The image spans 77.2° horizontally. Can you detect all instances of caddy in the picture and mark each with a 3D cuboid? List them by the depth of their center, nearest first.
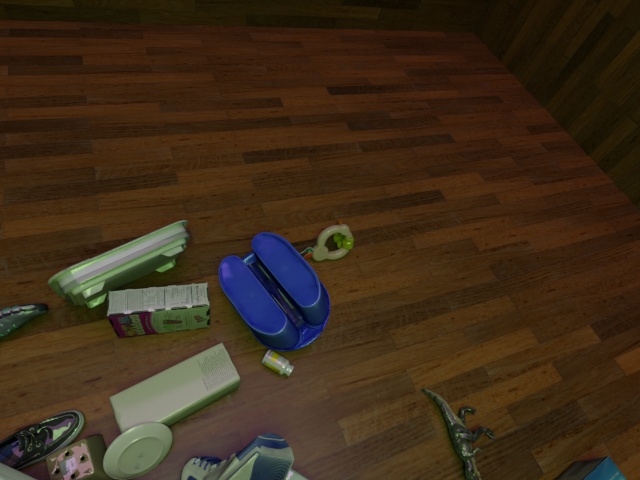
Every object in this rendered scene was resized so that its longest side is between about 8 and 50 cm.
[{"bbox_3d":[-0.127,0.144,1.130,0.241,0.179,0.341,-37,64,-13],"label":"caddy"}]

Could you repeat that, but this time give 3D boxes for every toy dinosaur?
[{"bbox_3d":[0.390,0.511,1.088,0.118,0.064,0.268,-14,57,-16],"label":"toy dinosaur"}]

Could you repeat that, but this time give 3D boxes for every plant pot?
[{"bbox_3d":[-0.510,0.475,0.839,0.109,0.096,0.109,-20,63,-28],"label":"plant pot"}]

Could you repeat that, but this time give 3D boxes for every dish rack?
[{"bbox_3d":[-0.494,0.072,1.033,0.333,0.285,0.072,-31,89,-31],"label":"dish rack"}]

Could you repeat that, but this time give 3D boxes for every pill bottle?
[{"bbox_3d":[-0.114,0.332,1.081,0.083,0.043,0.043,29,53,6],"label":"pill bottle"}]

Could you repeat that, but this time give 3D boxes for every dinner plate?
[{"bbox_3d":[-0.389,0.459,0.865,0.141,0.141,0.017,-23,32,-28],"label":"dinner plate"}]

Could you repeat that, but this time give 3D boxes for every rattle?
[{"bbox_3d":[0.000,0.000,1.334,0.200,0.130,0.143,-29,53,-1],"label":"rattle"}]

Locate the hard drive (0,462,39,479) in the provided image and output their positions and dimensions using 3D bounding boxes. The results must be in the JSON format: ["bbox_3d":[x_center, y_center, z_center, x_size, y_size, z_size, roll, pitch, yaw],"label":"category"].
[{"bbox_3d":[-0.446,0.512,0.613,0.353,0.047,0.233,13,81,14],"label":"hard drive"}]

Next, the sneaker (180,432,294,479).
[{"bbox_3d":[-0.211,0.497,0.828,0.127,0.315,0.182,36,4,-33],"label":"sneaker"}]

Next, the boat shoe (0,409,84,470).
[{"bbox_3d":[-0.630,0.434,0.847,0.228,0.076,0.080,-21,64,-27],"label":"boat shoe"}]

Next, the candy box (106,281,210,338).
[{"bbox_3d":[-0.407,0.181,1.035,0.233,0.159,0.071,-3,59,-18],"label":"candy box"}]

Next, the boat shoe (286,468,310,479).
[{"bbox_3d":[-0.050,0.582,0.887,0.302,0.109,0.094,31,55,4],"label":"boat shoe"}]

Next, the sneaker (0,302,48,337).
[{"bbox_3d":[-0.782,0.221,0.971,0.224,0.083,0.098,-14,84,-21],"label":"sneaker"}]

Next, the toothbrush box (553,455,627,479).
[{"bbox_3d":[0.709,0.732,0.978,0.216,0.126,0.295,-17,63,-25],"label":"toothbrush box"}]

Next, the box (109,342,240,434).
[{"bbox_3d":[-0.340,0.366,0.964,0.275,0.094,0.113,-21,64,-27],"label":"box"}]
